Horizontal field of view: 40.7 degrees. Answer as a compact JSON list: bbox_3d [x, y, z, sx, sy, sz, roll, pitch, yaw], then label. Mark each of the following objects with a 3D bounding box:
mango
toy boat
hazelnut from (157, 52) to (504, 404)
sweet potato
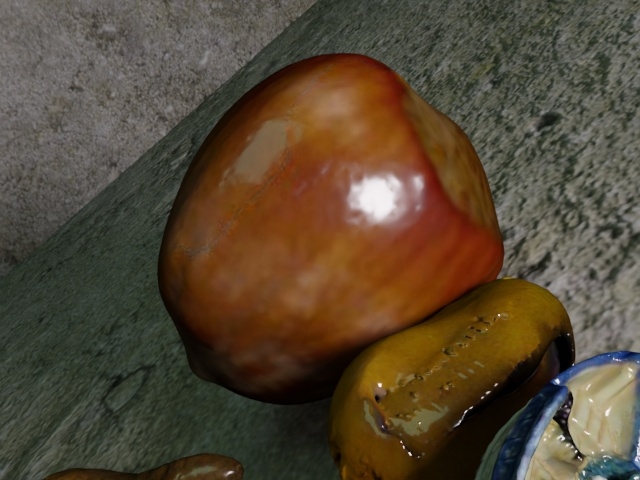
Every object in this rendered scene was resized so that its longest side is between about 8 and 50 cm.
[{"bbox_3d":[0.110,0.124,0.718,0.249,0.156,0.151,-45,-11,-25],"label":"mango"},{"bbox_3d":[0.168,0.158,0.528,0.115,0.114,0.262,-41,8,35],"label":"toy boat"},{"bbox_3d":[0.007,-0.006,0.882,0.365,0.366,0.366,-29,24,14],"label":"hazelnut"},{"bbox_3d":[-0.195,0.278,0.901,0.291,0.097,0.097,-15,30,28],"label":"sweet potato"}]
